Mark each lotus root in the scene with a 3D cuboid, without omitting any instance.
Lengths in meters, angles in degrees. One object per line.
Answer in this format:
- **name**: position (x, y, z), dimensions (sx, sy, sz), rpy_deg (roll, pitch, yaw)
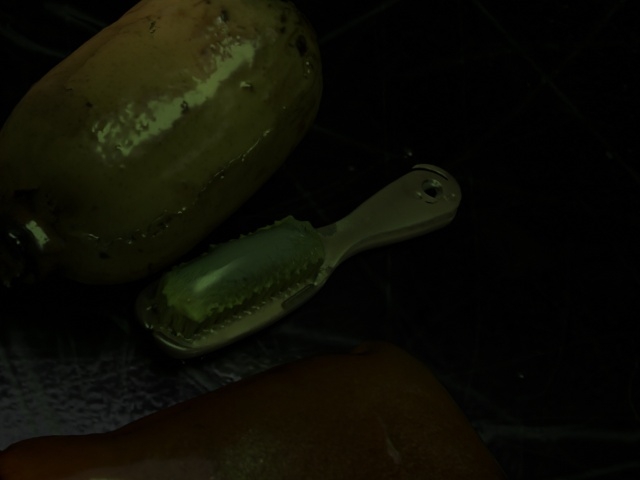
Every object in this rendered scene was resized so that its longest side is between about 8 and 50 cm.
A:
- **lotus root**: position (-0.120, -0.069, 1.094), dimensions (0.160, 0.146, 0.284), rpy_deg (34, 65, 32)

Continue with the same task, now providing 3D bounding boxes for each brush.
- **brush**: position (0.001, 0.001, 1.169), dimensions (0.313, 0.067, 0.072), rpy_deg (-24, 71, -36)

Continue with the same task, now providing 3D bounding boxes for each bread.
- **bread**: position (-0.018, 0.241, 0.944), dimensions (0.333, 0.143, 0.323), rpy_deg (-16, 65, -34)
